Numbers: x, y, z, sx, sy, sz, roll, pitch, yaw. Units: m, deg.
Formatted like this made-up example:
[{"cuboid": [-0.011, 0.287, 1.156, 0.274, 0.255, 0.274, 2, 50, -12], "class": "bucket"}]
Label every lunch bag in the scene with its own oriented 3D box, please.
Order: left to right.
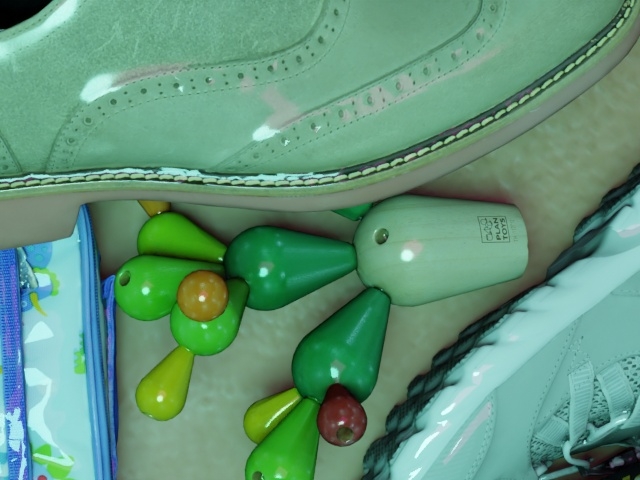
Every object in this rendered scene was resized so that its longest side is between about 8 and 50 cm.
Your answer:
[{"cuboid": [-0.172, 0.073, 0.804, 0.176, 0.090, 0.219, -2, 86, -9], "class": "lunch bag"}]

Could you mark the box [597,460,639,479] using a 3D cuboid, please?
[{"cuboid": [0.225, 0.259, 0.722, 0.318, 0.097, 0.395, -25, 90, 8], "class": "box"}]

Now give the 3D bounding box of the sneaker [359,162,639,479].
[{"cuboid": [0.124, 0.065, 0.826, 0.281, 0.105, 0.115, -43, 90, -9], "class": "sneaker"}]

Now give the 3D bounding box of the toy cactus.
[{"cuboid": [0.000, 0.000, 0.809, 0.180, 0.112, 0.219, -6, 57, -12], "class": "toy cactus"}]

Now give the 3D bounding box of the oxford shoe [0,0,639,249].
[{"cuboid": [-0.038, -0.089, 0.725, 0.348, 0.130, 0.123, -14, 44, -8], "class": "oxford shoe"}]
